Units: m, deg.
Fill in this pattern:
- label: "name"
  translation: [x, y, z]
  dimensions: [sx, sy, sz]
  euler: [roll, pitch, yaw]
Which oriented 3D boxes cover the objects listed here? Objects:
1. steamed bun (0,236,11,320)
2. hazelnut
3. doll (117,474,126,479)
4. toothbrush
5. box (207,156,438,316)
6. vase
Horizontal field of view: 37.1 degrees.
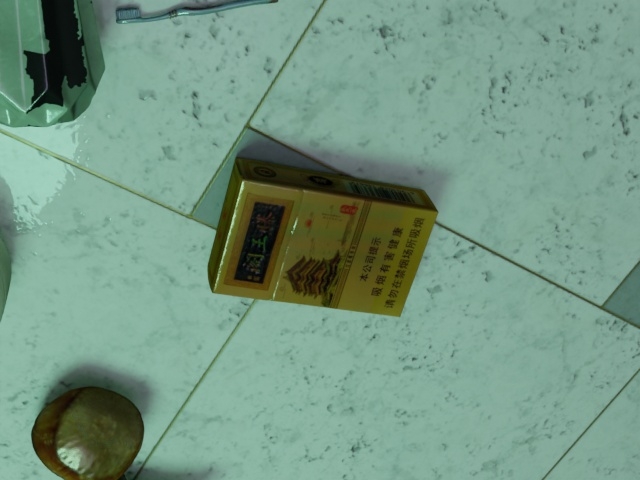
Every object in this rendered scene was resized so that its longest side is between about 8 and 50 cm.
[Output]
- label: "steamed bun"
  translation: [-0.499, 0.034, 1.146]
  dimensions: [0.242, 0.146, 0.164]
  euler: [8, 120, -17]
- label: "hazelnut"
  translation: [-0.330, 0.276, 1.347]
  dimensions: [0.150, 0.150, 0.150]
  euler: [-6, 121, -10]
- label: "doll"
  translation: [-0.319, 0.549, 1.451]
  dimensions: [0.215, 0.226, 0.370]
  euler: [25, 121, 13]
- label: "toothbrush"
  translation: [-0.145, -0.274, 1.128]
  dimensions: [0.193, 0.013, 0.019]
  euler: [-8, 112, -8]
- label: "box"
  translation: [0.000, 0.000, 1.285]
  dimensions: [0.274, 0.076, 0.174]
  euler: [9, 116, -18]
- label: "vase"
  translation: [-0.314, -0.305, 0.995]
  dimensions: [0.165, 0.165, 0.360]
  euler: [-2, 116, -12]
